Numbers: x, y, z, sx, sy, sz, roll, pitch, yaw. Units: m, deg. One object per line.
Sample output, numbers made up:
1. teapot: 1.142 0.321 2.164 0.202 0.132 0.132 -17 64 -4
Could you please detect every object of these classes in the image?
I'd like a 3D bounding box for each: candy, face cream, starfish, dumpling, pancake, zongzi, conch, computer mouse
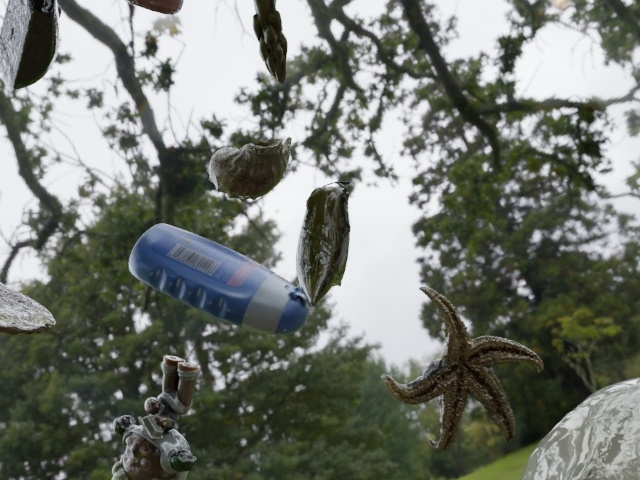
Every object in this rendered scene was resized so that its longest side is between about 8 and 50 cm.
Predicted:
1. candy: -0.235 -0.342 0.958 0.103 0.103 0.043 -3 -57 -47
2. face cream: -0.139 0.061 1.029 0.149 0.264 0.083 -45 -24 -64
3. starfish: 0.180 0.157 0.891 0.213 0.237 0.057 -22 8 -17
4. dumpling: 0.262 0.240 0.627 0.341 0.181 0.260 -54 -9 -33
5. pancake: -0.380 0.058 0.762 0.021 0.199 0.199 -64 -22 -1
6. zongzi: 0.001 -0.003 1.244 0.094 0.204 0.204 8 10 7
7. conch: -0.127 -0.156 1.368 0.207 0.130 0.155 -34 20 44
8. computer mouse: -0.638 -0.458 1.569 0.100 0.170 0.269 -6 -34 -41

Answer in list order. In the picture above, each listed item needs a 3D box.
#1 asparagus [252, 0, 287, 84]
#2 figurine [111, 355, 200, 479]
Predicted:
1. asparagus: -0.123 -0.505 1.671 0.080 0.080 0.287 -19 -55 -9
2. figurine: -0.210 0.249 0.903 0.147 0.196 0.094 15 11 37
